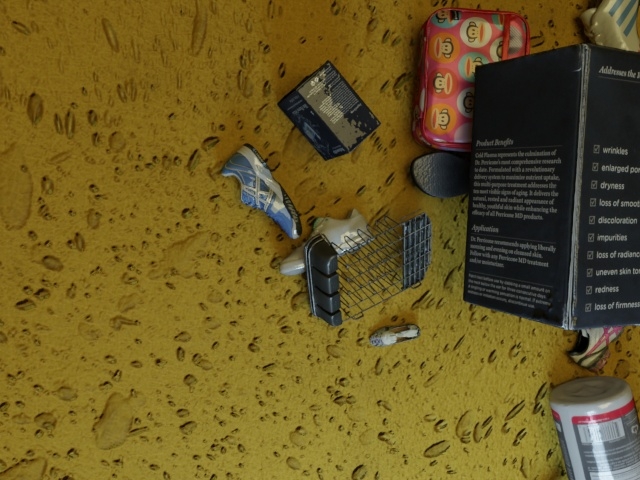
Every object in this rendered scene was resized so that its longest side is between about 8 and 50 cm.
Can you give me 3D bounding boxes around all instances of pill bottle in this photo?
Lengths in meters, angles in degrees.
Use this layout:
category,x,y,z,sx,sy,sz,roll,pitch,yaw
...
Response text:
category,x,y,z,sx,sy,sz,roll,pitch,yaw
pill bottle,0.627,0.477,1.564,0.176,0.176,0.318,-16,95,-17

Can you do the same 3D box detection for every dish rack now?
category,x,y,z,sx,sy,sz,roll,pitch,yaw
dish rack,0.105,0.046,1.417,0.272,0.074,0.208,-25,134,-23

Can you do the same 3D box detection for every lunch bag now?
category,x,y,z,sx,sy,sz,roll,pitch,yaw
lunch bag,0.331,-0.328,1.483,0.258,0.120,0.293,3,92,-4

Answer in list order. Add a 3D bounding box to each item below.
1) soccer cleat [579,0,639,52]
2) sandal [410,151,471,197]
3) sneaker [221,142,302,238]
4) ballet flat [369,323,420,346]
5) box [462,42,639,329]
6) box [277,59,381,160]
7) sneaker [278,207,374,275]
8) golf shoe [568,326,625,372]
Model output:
category,x,y,z,sx,sy,sz,roll,pitch,yaw
soccer cleat,0.665,-0.464,1.626,0.143,0.116,0.331,-2,88,-1
sandal,0.300,-0.141,1.537,0.255,0.054,0.097,-1,97,-27
sneaker,-0.112,-0.086,1.397,0.081,0.080,0.211,-36,90,-8
ballet flat,0.160,0.199,1.493,0.114,0.041,0.041,-11,93,-17
box,0.557,-0.096,1.362,0.480,0.297,0.471,0,96,-27
box,0.013,-0.249,1.388,0.093,0.156,0.158,-45,102,-12
sneaker,0.000,0.000,1.435,0.212,0.080,0.094,-23,84,-22
golf shoe,0.640,0.206,1.626,0.086,0.067,0.186,31,81,-13
